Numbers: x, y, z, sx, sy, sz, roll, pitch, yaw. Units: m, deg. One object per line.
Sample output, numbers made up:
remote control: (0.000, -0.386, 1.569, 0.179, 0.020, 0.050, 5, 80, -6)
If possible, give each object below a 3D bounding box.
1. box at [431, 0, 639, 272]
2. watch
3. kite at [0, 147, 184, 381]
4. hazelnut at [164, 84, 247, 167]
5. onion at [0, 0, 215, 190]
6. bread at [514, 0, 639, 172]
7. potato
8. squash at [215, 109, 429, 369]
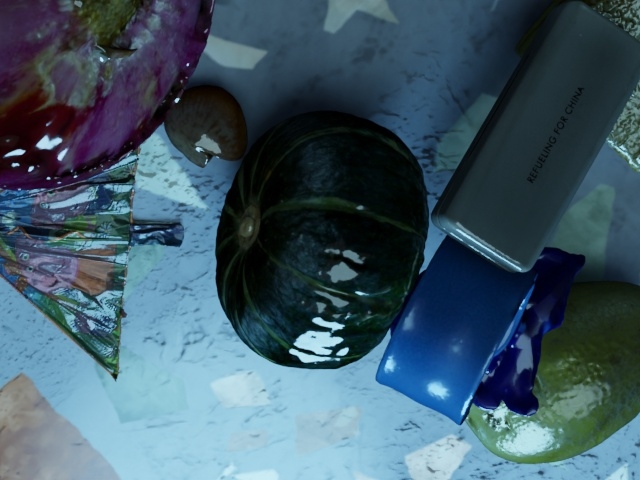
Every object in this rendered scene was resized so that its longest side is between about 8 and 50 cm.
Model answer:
box: (0.203, -0.095, 1.588, 0.103, 0.055, 0.243, 32, 83, -15)
watch: (0.145, 0.078, 1.674, 0.171, 0.200, 0.196, 18, 89, 11)
kite: (-0.252, 0.002, 1.723, 0.234, 0.016, 0.321, 2, 117, -13)
hazelnut: (-0.110, -0.107, 1.659, 0.086, 0.086, 0.086, -5, 119, -9)
onion: (-0.260, -0.228, 1.456, 0.358, 0.345, 0.358, -9, 113, -23)
bread: (0.329, -0.208, 1.685, 0.184, 0.110, 0.234, 39, 106, -18)
potato: (0.263, 0.128, 1.821, 0.251, 0.159, 0.174, -27, 113, -4)
squash: (0.000, 0.000, 1.642, 0.165, 0.252, 0.252, 15, 114, -25)
